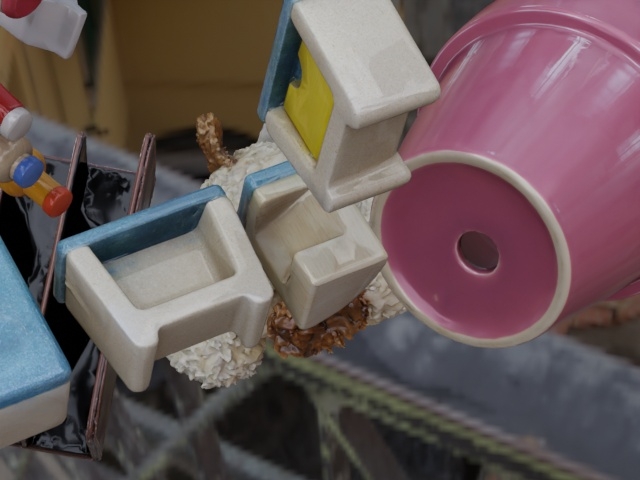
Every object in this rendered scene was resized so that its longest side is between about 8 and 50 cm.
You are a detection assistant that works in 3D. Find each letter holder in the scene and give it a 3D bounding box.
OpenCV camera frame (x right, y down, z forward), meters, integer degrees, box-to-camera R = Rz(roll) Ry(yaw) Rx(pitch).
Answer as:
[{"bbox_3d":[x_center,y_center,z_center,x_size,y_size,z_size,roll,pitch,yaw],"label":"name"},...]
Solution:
[{"bbox_3d":[-0.259,0.045,1.927,0.152,0.214,0.302,11,77,-4],"label":"letter holder"}]

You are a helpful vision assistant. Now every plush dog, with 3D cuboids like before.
[{"bbox_3d":[0.000,0.000,1.665,0.225,0.210,0.262,17,43,40],"label":"plush dog"}]

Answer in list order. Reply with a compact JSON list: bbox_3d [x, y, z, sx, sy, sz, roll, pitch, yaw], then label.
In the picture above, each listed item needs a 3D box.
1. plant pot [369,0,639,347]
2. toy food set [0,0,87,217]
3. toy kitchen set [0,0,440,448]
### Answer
[{"bbox_3d":[0.127,-0.034,1.191,0.201,0.201,0.180,27,38,18],"label":"plant pot"},{"bbox_3d":[-0.210,-0.124,1.410,0.104,0.232,0.111,37,32,20],"label":"toy food set"},{"bbox_3d":[-0.079,-0.030,0.827,0.207,0.166,0.122,-21,62,-24],"label":"toy kitchen set"}]
